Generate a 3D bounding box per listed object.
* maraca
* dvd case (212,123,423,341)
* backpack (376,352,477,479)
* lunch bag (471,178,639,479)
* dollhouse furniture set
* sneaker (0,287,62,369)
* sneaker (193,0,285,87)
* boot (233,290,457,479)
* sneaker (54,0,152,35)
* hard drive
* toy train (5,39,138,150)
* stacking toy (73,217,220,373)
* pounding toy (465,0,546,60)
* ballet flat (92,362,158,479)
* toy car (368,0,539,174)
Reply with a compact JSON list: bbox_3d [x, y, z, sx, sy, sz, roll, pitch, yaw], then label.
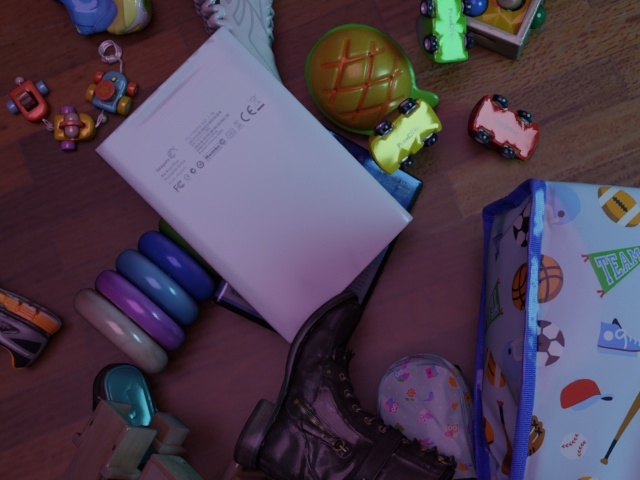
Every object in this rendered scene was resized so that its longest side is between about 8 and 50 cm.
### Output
[{"bbox_3d":[0.064,-0.187,1.598,0.127,0.099,0.185,-44,105,10],"label":"maraca"},{"bbox_3d":[0.000,0.000,1.573,0.180,0.022,0.253,28,85,-21],"label":"dvd case"},{"bbox_3d":[0.133,0.226,1.523,0.152,0.115,0.182,-8,78,7],"label":"backpack"},{"bbox_3d":[0.340,0.148,1.406,0.328,0.239,0.385,3,80,-6],"label":"lunch bag"},{"bbox_3d":[-0.093,0.350,1.489,0.303,0.355,0.174,37,101,37],"label":"dollhouse furniture set"},{"bbox_3d":[-0.436,0.088,1.612,0.215,0.084,0.083,26,90,7],"label":"sneaker"},{"bbox_3d":[-0.100,-0.299,1.627,0.118,0.110,0.292,-25,81,-8],"label":"sneaker"},{"bbox_3d":[0.051,0.210,1.455,0.229,0.091,0.263,26,74,17],"label":"boot"},{"bbox_3d":[-0.306,-0.375,1.658,0.126,0.091,0.240,-17,82,3],"label":"sneaker"},{"bbox_3d":[-0.076,-0.065,1.510,0.319,0.040,0.210,45,83,-5],"label":"hard drive"},{"bbox_3d":[-0.321,-0.189,1.656,0.166,0.046,0.125,-30,81,1],"label":"toy train"},{"bbox_3d":[-0.147,0.001,1.583,0.141,0.141,0.330,40,81,9],"label":"stacking toy"},{"bbox_3d":[0.236,-0.308,1.593,0.141,0.100,0.130,23,85,8],"label":"pounding toy"},{"bbox_3d":[-0.218,0.287,1.559,0.095,0.096,0.280,-5,71,-29],"label":"ballet flat"},{"bbox_3d":[0.152,-0.200,1.559,0.239,0.053,0.225,-8,98,-25],"label":"toy car"}]
